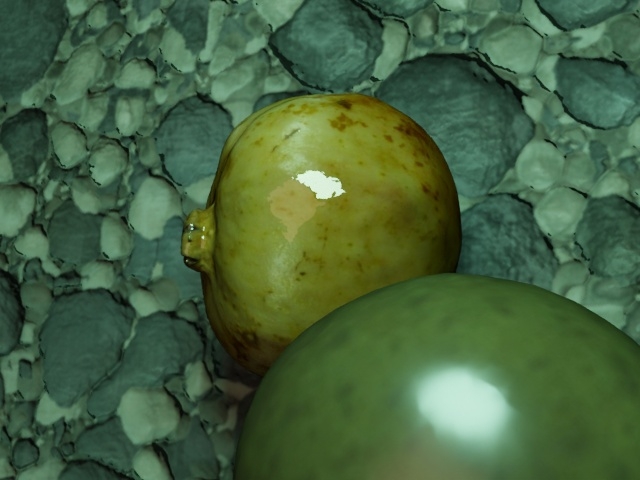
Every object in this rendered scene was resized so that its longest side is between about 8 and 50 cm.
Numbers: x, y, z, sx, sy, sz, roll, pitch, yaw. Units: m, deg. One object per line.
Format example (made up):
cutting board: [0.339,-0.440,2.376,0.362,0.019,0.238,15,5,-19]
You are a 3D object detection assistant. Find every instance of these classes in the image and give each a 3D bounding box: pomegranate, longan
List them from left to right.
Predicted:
pomegranate: [0.000,0.000,1.421,0.248,0.248,0.248,-9,69,25]
longan: [0.113,0.201,1.247,0.361,0.361,0.360,-9,69,25]
